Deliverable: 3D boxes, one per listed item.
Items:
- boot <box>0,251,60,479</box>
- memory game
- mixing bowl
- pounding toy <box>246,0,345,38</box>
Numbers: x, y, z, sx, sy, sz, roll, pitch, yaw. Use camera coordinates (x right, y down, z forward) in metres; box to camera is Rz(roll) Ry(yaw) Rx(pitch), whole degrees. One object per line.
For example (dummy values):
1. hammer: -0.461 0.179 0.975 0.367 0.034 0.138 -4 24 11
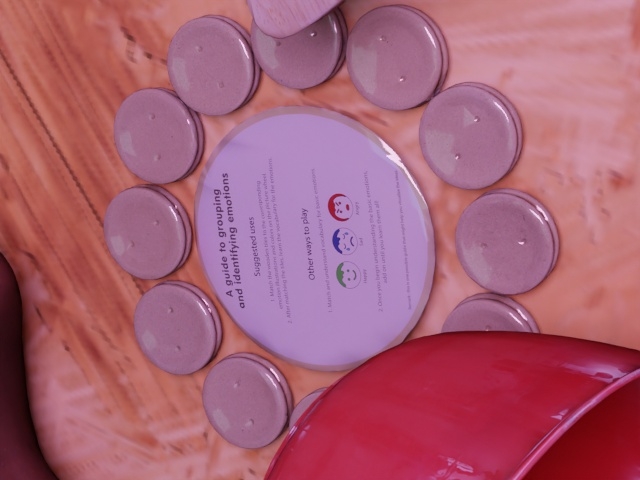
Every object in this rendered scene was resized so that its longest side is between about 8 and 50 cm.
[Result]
1. boot: -0.054 0.146 0.707 0.280 0.096 0.264 18 112 22
2. memory game: 0.000 0.000 0.684 0.186 0.012 0.186 9 109 26
3. mixing bowl: 0.042 0.098 0.606 0.098 0.181 0.181 30 117 35
4. pounding toy: -0.042 -0.190 0.557 0.154 0.155 0.269 -12 105 28
